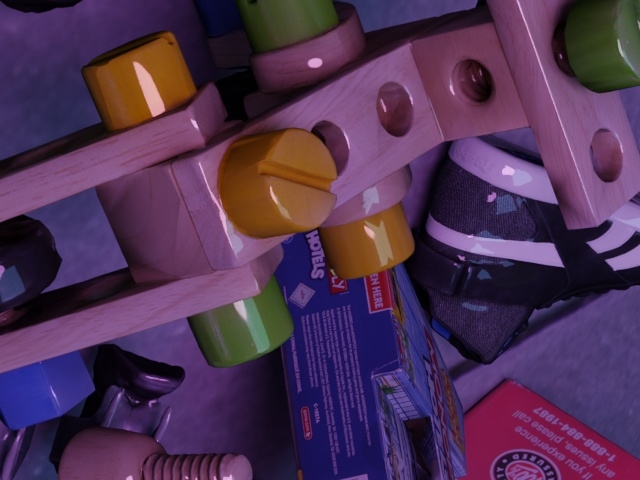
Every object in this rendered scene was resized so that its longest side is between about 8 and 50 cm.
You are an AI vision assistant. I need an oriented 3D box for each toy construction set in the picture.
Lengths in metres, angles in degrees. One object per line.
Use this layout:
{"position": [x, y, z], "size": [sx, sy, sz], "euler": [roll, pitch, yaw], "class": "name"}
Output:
{"position": [0.000, 0.000, 0.651], "size": [0.257, 0.237, 0.309], "euler": [4, 83, -54], "class": "toy construction set"}

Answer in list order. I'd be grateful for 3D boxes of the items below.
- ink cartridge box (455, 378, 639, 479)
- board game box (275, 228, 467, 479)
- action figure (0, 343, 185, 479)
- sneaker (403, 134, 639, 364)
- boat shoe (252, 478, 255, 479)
{"position": [0.079, 0.297, 0.983], "size": [0.384, 0.279, 0.160], "euler": [-36, 138, -24], "class": "ink cartridge box"}
{"position": [0.036, 0.104, 0.911], "size": [0.060, 0.194, 0.194], "euler": [-14, 152, 11], "class": "board game box"}
{"position": [-0.151, 0.177, 0.780], "size": [0.185, 0.099, 0.285], "euler": [16, 94, -21], "class": "action figure"}
{"position": [0.125, 0.017, 1.011], "size": [0.217, 0.079, 0.121], "euler": [17, 105, -42], "class": "sneaker"}
{"position": [-0.112, 0.242, 0.878], "size": [0.307, 0.104, 0.111], "euler": [-42, 141, -17], "class": "boat shoe"}
